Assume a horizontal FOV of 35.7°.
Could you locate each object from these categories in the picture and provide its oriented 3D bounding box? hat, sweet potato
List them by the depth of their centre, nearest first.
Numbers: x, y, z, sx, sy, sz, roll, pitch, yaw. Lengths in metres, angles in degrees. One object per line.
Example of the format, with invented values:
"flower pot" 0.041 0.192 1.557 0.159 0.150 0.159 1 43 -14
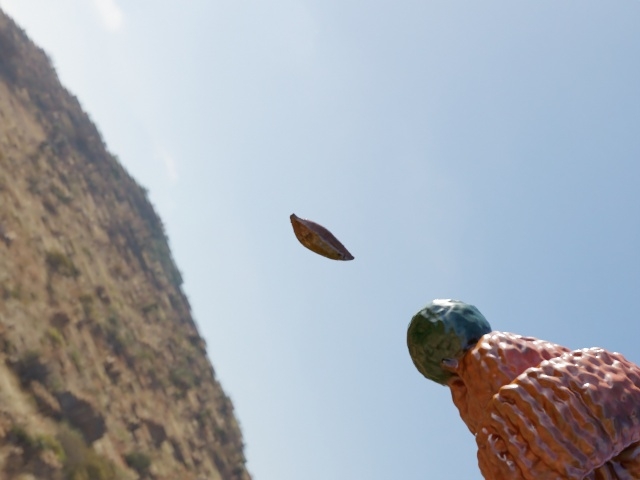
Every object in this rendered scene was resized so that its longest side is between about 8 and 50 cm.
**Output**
"sweet potato" 0.000 0.000 1.196 0.095 0.034 0.034 33 -13 -4
"hat" 0.298 0.244 1.451 0.400 0.285 0.285 37 -32 52
